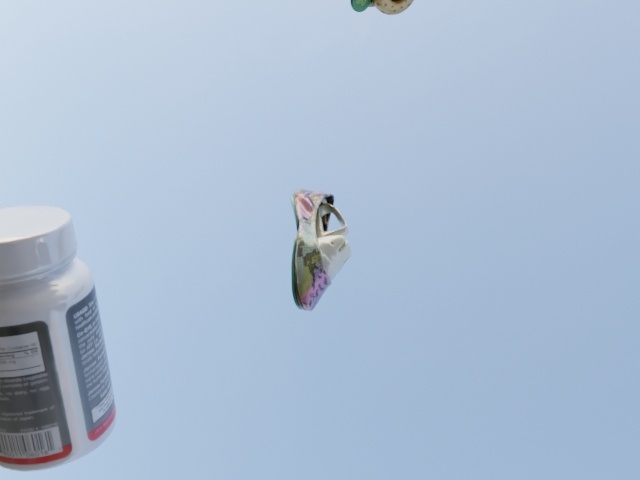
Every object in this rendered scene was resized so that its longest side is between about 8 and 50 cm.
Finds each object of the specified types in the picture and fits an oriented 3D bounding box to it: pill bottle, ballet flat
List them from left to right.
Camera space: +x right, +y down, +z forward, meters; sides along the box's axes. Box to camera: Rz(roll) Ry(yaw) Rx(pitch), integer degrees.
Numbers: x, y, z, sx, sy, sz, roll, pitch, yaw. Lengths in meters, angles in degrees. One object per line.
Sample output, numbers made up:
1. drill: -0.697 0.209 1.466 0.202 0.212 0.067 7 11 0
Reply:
1. pill bottle: -0.342 0.111 0.831 0.161 0.161 0.283 9 -66 28
2. ballet flat: 0.000 0.000 0.936 0.079 0.077 0.222 -11 -142 6

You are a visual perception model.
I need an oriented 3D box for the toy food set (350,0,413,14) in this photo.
1. toy food set: 0.051 -0.216 0.546 0.020 0.082 0.083 55 -44 30
